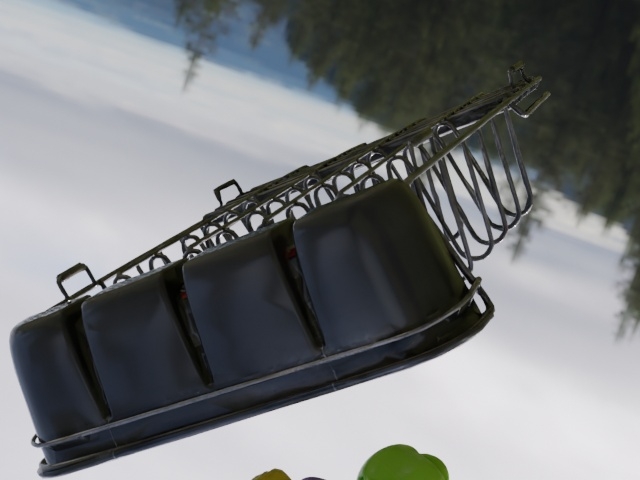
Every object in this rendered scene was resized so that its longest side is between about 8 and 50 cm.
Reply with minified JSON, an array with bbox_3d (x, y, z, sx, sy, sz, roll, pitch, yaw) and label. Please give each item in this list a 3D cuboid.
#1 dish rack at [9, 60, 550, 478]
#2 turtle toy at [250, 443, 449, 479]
[{"bbox_3d":[0.000,0.000,0.645,0.208,0.074,0.271,-19,-171,27],"label":"dish rack"},{"bbox_3d":[0.003,0.138,0.614,0.095,0.130,0.066,51,-157,8],"label":"turtle toy"}]
